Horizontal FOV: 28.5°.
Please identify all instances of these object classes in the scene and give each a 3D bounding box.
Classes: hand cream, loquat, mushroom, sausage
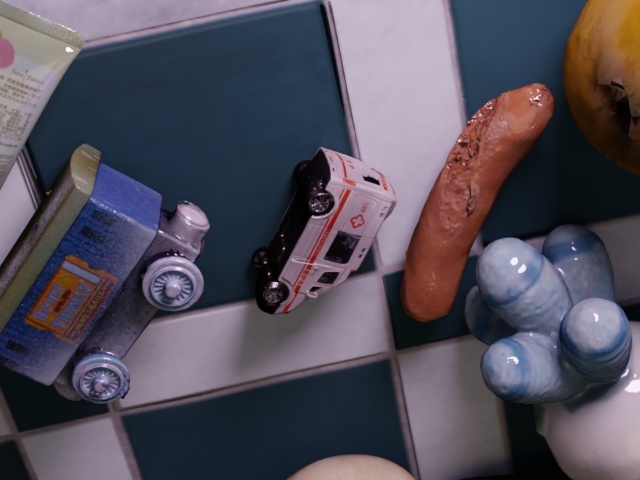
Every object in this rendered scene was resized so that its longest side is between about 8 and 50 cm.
[{"bbox_3d":[-0.375,-0.115,1.349,0.147,0.093,0.306,23,115,-14],"label":"hand cream"},{"bbox_3d":[0.390,-0.186,1.325,0.263,0.263,0.263,-3,122,-5],"label":"loquat"},{"bbox_3d":[0.043,0.407,1.668,0.246,0.202,0.246,-9,123,-14],"label":"mushroom"},{"bbox_3d":[0.171,-0.047,1.469,0.087,0.079,0.326,25,118,2],"label":"sausage"}]

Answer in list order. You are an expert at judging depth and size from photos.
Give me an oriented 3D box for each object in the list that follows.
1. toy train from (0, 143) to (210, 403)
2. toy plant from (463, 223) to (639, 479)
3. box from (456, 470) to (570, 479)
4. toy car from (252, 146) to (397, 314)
[{"bbox_3d":[-0.264,0.053,1.445,0.202,0.131,0.299,29,114,-20],"label":"toy train"},{"bbox_3d":[0.300,0.121,1.511,0.247,0.247,0.332,-36,117,15],"label":"toy plant"},{"bbox_3d":[0.332,0.433,1.757,0.290,0.073,0.289,-8,123,20],"label":"box"},{"bbox_3d":[0.000,0.000,1.472,0.108,0.089,0.209,18,115,-23],"label":"toy car"}]
